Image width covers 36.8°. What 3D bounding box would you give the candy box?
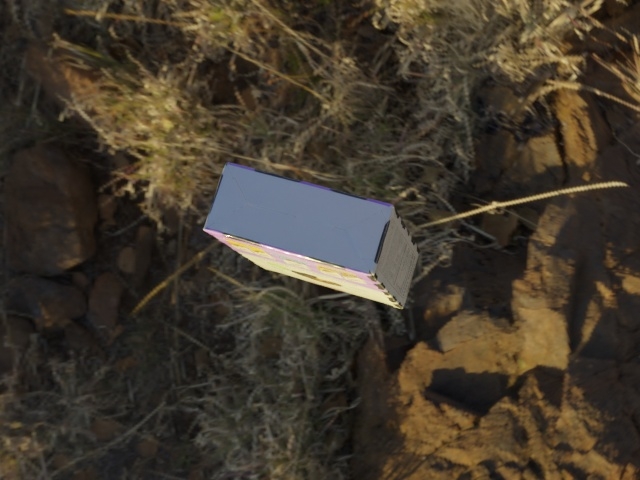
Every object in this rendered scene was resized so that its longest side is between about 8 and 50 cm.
[{"bbox_3d":[0.000,0.000,0.942,0.165,0.196,0.070,15,82,16],"label":"candy box"}]
